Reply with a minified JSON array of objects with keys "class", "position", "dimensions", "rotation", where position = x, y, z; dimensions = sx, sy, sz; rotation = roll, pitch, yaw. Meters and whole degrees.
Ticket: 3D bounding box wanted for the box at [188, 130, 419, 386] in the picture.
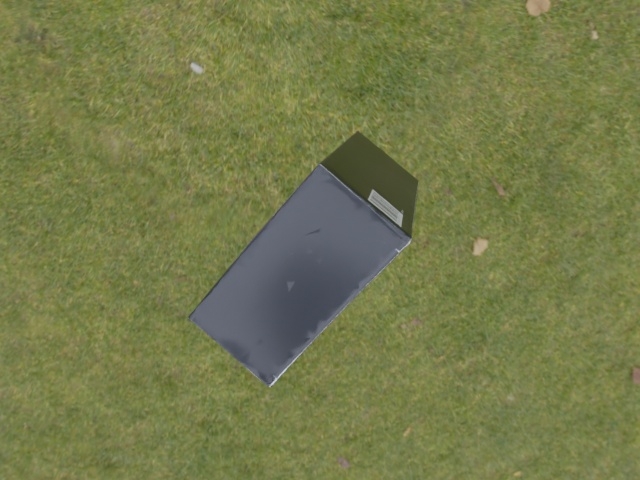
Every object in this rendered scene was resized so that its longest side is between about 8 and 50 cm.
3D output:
[{"class":"box","position":[0.000,0.000,0.626],"dimensions":[0.103,0.261,0.184],"rotation":[39,108,-2]}]
